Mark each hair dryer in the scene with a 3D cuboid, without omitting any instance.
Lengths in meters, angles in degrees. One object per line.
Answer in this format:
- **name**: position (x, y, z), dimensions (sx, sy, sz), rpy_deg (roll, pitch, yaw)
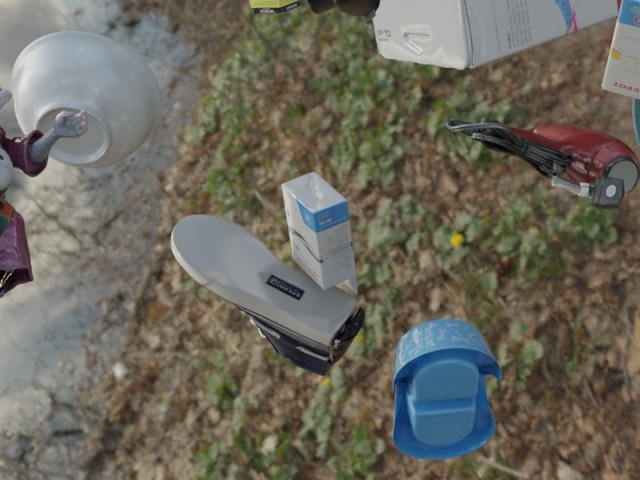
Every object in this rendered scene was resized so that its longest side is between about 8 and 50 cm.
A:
- **hair dryer**: position (0.281, -0.119, 1.307), dimensions (0.223, 0.293, 0.080), rpy_deg (30, 102, 12)

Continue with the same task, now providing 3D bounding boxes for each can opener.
- **can opener**: position (0.025, -0.210, 0.908), dimensions (0.073, 0.059, 0.186), rpy_deg (-40, 7, 9)

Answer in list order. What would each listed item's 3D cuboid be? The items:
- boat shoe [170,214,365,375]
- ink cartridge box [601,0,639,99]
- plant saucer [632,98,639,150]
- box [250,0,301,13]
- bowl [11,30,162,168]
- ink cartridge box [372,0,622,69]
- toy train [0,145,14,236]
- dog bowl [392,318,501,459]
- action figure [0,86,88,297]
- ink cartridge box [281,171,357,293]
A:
- **boat shoe**: position (-0.097, 0.098, 1.731), dimensions (0.340, 0.158, 0.127), rpy_deg (32, 56, 13)
- **ink cartridge box**: position (0.334, -0.199, 1.036), dimensions (0.092, 0.143, 0.090), rpy_deg (20, 62, 15)
- **plant saucer**: position (0.558, -0.155, 1.412), dimensions (0.317, 0.044, 0.318), rpy_deg (1, 79, -4)
- **box**: position (-0.106, -0.546, 2.028), dimensions (0.087, 0.232, 0.058), rpy_deg (9, 31, 43)
- **bowl**: position (-0.457, -0.239, 2.051), dimensions (0.297, 0.298, 0.134), rpy_deg (-18, 40, 19)
- **ink cartridge box**: position (0.249, -0.335, 1.428), dimensions (0.306, 0.131, 0.226), rpy_deg (-21, 21, -25)
- **toy train**: position (-0.393, 0.042, 0.997), dimensions (0.334, 0.142, 0.190), rpy_deg (-48, 25, 30)
- **dog bowl**: position (0.191, 0.234, 1.692), dimensions (0.165, 0.297, 0.074), rpy_deg (-5, 47, -1)
- **action figure**: position (-0.479, -0.069, 1.494), dimensions (0.276, 0.248, 0.370), rpy_deg (131, 145, -51)
- **ink cartridge box**: position (0.000, 0.000, 1.643), dimensions (0.060, 0.180, 0.104), rpy_deg (-23, 38, -20)
